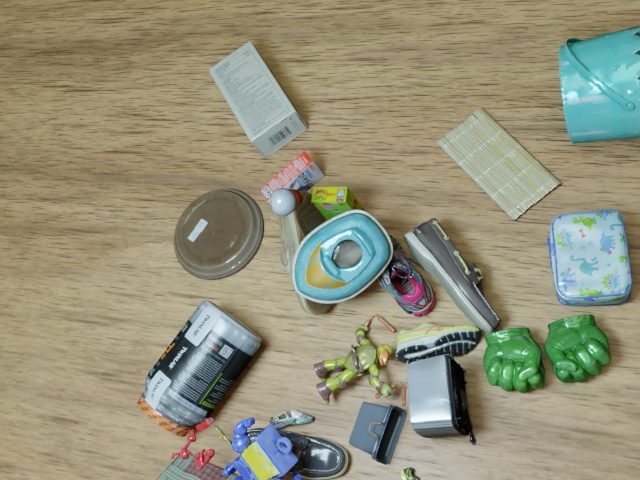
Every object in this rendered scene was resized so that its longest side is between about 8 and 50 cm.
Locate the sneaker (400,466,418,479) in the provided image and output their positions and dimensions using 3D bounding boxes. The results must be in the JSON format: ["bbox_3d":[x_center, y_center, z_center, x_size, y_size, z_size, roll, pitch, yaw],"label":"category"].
[{"bbox_3d":[0.212,0.560,1.782,0.035,0.031,0.083,-30,62,7],"label":"sneaker"}]

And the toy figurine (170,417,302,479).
[{"bbox_3d":[-0.133,0.534,1.754,0.217,0.191,0.362,-40,83,28],"label":"toy figurine"}]

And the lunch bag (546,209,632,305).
[{"bbox_3d":[0.621,0.041,1.795,0.176,0.090,0.219,-6,68,17],"label":"lunch bag"}]

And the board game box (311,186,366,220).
[{"bbox_3d":[0.052,-0.085,2.008,0.092,0.181,0.043,1,70,21],"label":"board game box"}]

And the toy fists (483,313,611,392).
[{"bbox_3d":[0.507,0.260,1.751,0.279,0.096,0.142,-14,67,14],"label":"toy fists"}]

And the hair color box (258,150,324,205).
[{"bbox_3d":[-0.079,-0.159,2.137,0.167,0.093,0.053,-40,61,3],"label":"hair color box"}]

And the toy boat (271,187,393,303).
[{"bbox_3d":[0.000,0.000,1.867,0.267,0.148,0.318,-42,88,13],"label":"toy boat"}]

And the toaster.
[{"bbox_3d":[0.273,0.365,1.760,0.110,0.168,0.185,-12,65,19],"label":"toaster"}]

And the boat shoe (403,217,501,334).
[{"bbox_3d":[0.334,0.082,1.877,0.097,0.116,0.324,-35,64,-6],"label":"boat shoe"}]

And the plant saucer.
[{"bbox_3d":[-0.295,-0.025,2.192,0.278,0.041,0.278,-7,67,17],"label":"plant saucer"}]

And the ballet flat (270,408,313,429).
[{"bbox_3d":[-0.075,0.442,1.929,0.114,0.041,0.041,-16,65,15],"label":"ballet flat"}]

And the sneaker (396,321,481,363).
[{"bbox_3d":[0.279,0.227,1.862,0.208,0.081,0.094,-9,37,3],"label":"sneaker"}]

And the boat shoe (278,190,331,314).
[{"bbox_3d":[-0.042,0.043,2.047,0.110,0.122,0.341,-34,55,46],"label":"boat shoe"}]

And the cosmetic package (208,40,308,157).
[{"bbox_3d":[-0.184,-0.414,2.266,0.160,0.113,0.309,-33,61,6],"label":"cosmetic package"}]

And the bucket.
[{"bbox_3d":[0.676,-0.362,1.838,0.183,0.281,0.281,-6,68,23],"label":"bucket"}]

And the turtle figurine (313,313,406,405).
[{"bbox_3d":[0.093,0.309,1.873,0.217,0.087,0.269,-29,49,12],"label":"turtle figurine"}]

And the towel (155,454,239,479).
[{"bbox_3d":[-0.334,0.672,1.823,0.271,0.040,0.370,17,39,24],"label":"towel"}]

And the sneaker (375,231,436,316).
[{"bbox_3d":[0.175,0.057,1.947,0.121,0.112,0.299,-45,61,0],"label":"sneaker"}]

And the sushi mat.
[{"bbox_3d":[0.453,-0.203,1.995,0.151,0.019,0.316,-40,62,3],"label":"sushi mat"}]

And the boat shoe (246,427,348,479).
[{"bbox_3d":[-0.075,0.512,1.874,0.285,0.092,0.103,8,75,24],"label":"boat shoe"}]

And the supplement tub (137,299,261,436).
[{"bbox_3d":[-0.312,0.328,1.980,0.193,0.193,0.316,33,83,28],"label":"supplement tub"}]

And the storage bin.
[{"bbox_3d":[0.126,0.446,1.830,0.091,0.098,0.135,11,74,35],"label":"storage bin"}]
